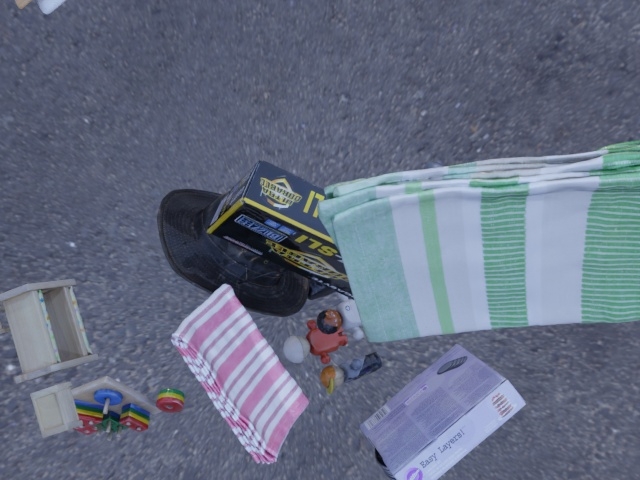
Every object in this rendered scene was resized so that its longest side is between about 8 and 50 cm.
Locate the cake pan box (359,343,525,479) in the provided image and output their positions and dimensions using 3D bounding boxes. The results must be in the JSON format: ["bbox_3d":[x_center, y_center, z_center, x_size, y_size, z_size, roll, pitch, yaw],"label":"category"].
[{"bbox_3d":[0.206,0.317,1.493,0.267,0.246,0.070,-39,101,-5],"label":"cake pan box"}]

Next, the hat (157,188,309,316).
[{"bbox_3d":[-0.128,-0.016,1.529,0.331,0.331,0.134,43,123,1],"label":"hat"}]

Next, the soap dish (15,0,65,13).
[{"bbox_3d":[-0.298,-0.455,1.132,0.291,0.229,0.118,-34,115,19],"label":"soap dish"}]

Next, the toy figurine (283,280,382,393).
[{"bbox_3d":[0.017,0.184,1.698,0.148,0.209,0.213,-14,119,-27],"label":"toy figurine"}]

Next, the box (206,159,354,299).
[{"bbox_3d":[0.000,0.000,1.329,0.322,0.257,0.079,25,71,-13],"label":"box"}]

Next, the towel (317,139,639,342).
[{"bbox_3d":[0.180,0.014,0.689,0.325,0.248,0.038,-7,54,11],"label":"towel"}]

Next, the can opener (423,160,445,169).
[{"bbox_3d":[0.267,-0.052,1.376,0.280,0.093,0.074,21,95,-31],"label":"can opener"}]

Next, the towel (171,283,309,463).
[{"bbox_3d":[-0.090,0.158,1.013,0.029,0.144,0.197,-28,101,26],"label":"towel"}]

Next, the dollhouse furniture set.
[{"bbox_3d":[-0.375,0.160,1.059,0.161,0.101,0.181,-19,85,21],"label":"dollhouse furniture set"}]

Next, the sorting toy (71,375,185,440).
[{"bbox_3d":[-0.371,0.296,1.420,0.275,0.132,0.046,-23,46,29],"label":"sorting toy"}]
